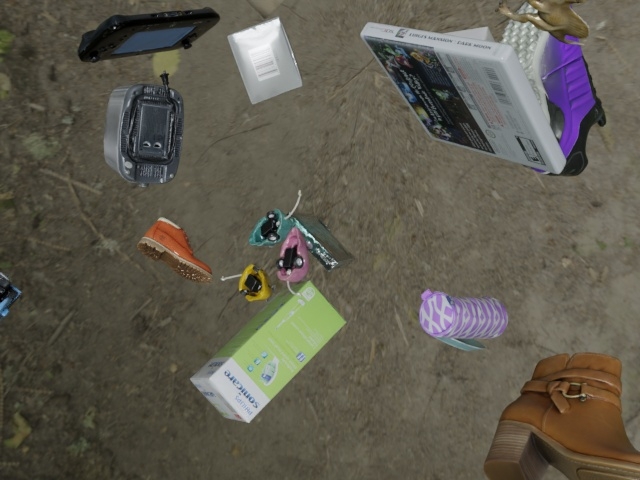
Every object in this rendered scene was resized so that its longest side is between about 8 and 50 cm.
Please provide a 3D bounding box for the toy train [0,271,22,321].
[{"bbox_3d":[-0.525,0.124,1.112,0.080,0.105,0.184,39,75,-7],"label":"toy train"}]

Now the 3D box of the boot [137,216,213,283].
[{"bbox_3d":[-0.267,0.019,1.460,0.158,0.085,0.059,35,142,-13],"label":"boot"}]

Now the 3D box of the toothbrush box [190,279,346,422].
[{"bbox_3d":[-0.111,0.226,1.540,0.283,0.206,0.122,-42,96,-22],"label":"toothbrush box"}]

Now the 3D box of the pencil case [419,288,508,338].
[{"bbox_3d":[0.266,0.139,1.400,0.086,0.206,0.088,-47,54,26],"label":"pencil case"}]

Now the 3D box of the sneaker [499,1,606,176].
[{"bbox_3d":[0.330,-0.214,1.048,0.146,0.102,0.294,20,67,-21],"label":"sneaker"}]

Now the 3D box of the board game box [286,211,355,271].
[{"bbox_3d":[0.000,0.000,1.393,0.026,0.186,0.126,-45,83,10],"label":"board game box"}]

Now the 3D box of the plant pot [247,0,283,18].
[{"bbox_3d":[-0.131,-0.580,1.315,0.274,0.256,0.256,35,103,-17],"label":"plant pot"}]

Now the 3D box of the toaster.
[{"bbox_3d":[-0.353,-0.223,1.485,0.129,0.146,0.227,0,100,-33],"label":"toaster"}]

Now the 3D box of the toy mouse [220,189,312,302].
[{"bbox_3d":[-0.044,0.010,0.884,0.031,0.161,0.143,23,92,-36],"label":"toy mouse"}]

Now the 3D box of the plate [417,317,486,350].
[{"bbox_3d":[0.331,0.246,1.920,0.188,0.188,0.024,21,94,-2],"label":"plate"}]

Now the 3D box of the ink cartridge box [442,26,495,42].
[{"bbox_3d":[0.359,-0.407,1.798,0.148,0.203,0.086,0,63,32],"label":"ink cartridge box"}]

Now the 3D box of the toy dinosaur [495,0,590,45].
[{"bbox_3d":[0.228,-0.225,0.749,0.092,0.183,0.053,36,93,14],"label":"toy dinosaur"}]

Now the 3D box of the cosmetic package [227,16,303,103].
[{"bbox_3d":[-0.096,-0.330,1.362,0.107,0.238,0.127,-19,107,6],"label":"cosmetic package"}]

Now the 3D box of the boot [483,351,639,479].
[{"bbox_3d":[0.377,0.249,0.999,0.283,0.220,0.109,-9,118,44],"label":"boot"}]

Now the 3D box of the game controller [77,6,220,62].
[{"bbox_3d":[-0.359,-0.440,1.600,0.166,0.319,0.067,-10,101,40],"label":"game controller"}]

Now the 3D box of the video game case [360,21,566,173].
[{"bbox_3d":[0.149,-0.145,0.769,0.022,0.173,0.190,-58,139,-9],"label":"video game case"}]
